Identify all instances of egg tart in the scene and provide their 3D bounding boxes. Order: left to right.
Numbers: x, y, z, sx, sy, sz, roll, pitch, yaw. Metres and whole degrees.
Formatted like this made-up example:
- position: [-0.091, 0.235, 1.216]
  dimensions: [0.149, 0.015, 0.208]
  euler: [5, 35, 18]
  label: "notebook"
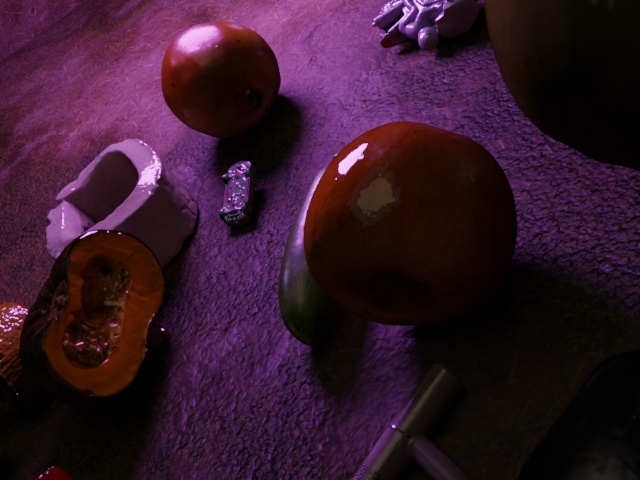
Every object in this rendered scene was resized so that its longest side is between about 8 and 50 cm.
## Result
- position: [-0.602, 0.221, 1.521]
  dimensions: [0.215, 0.215, 0.171]
  euler: [3, 43, 40]
  label: "egg tart"

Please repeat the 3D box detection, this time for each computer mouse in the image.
- position: [0.319, 0.244, 0.846]
  dimensions: [0.183, 0.116, 0.323]
  euler: [23, 67, 43]
  label: "computer mouse"

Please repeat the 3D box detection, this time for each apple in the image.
- position: [0.128, -0.030, 1.121]
  dimensions: [0.298, 0.299, 0.275]
  euler: [-3, 60, 36]
  label: "apple"
- position: [0.446, -0.321, 1.062]
  dimensions: [0.473, 0.474, 0.474]
  euler: [-21, 41, 20]
  label: "apple"

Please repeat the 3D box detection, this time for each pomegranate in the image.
- position: [-0.211, -0.349, 1.757]
  dimensions: [0.264, 0.264, 0.264]
  euler: [-21, 41, 20]
  label: "pomegranate"

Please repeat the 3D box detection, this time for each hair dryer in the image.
- position: [0.169, 0.269, 0.984]
  dimensions: [0.220, 0.054, 0.195]
  euler: [19, 64, 46]
  label: "hair dryer"

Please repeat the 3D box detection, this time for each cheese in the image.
- position: [-0.427, -0.058, 1.694]
  dimensions: [0.292, 0.153, 0.332]
  euler: [-36, 37, 1]
  label: "cheese"

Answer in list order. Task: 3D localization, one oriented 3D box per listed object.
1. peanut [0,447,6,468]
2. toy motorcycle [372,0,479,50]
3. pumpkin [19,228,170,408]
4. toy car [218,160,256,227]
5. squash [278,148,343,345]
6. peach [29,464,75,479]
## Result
- position: [-0.632, 0.434, 1.421]
  dimensions: [0.174, 0.080, 0.080]
  euler: [-45, 39, -8]
  label: "peanut"
- position: [0.223, -0.461, 1.640]
  dimensions: [0.260, 0.110, 0.171]
  euler: [-13, 56, 35]
  label: "toy motorcycle"
- position: [-0.403, 0.162, 1.448]
  dimensions: [0.232, 0.242, 0.325]
  euler: [-40, 31, 49]
  label: "pumpkin"
- position: [-0.160, -0.091, 1.601]
  dimensions: [0.069, 0.055, 0.142]
  euler: [-14, 58, 28]
  label: "toy car"
- position: [0.000, 0.000, 1.344]
  dimensions: [0.107, 0.107, 0.395]
  euler: [-10, 47, 30]
  label: "squash"
- position: [-0.449, 0.430, 1.198]
  dimensions: [0.190, 0.190, 0.193]
  euler: [-7, 62, 33]
  label: "peach"
